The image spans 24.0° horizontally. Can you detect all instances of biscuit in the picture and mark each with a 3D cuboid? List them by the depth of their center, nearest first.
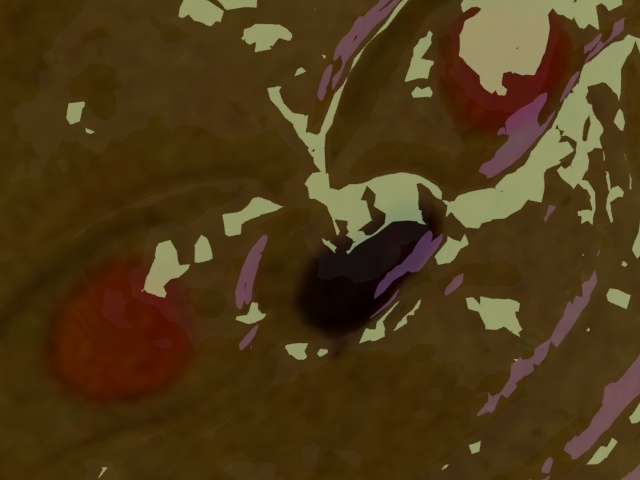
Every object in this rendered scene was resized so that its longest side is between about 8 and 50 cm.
[{"bbox_3d":[0.000,0.000,0.525,0.349,0.078,0.455,-34,113,-13],"label":"biscuit"}]
